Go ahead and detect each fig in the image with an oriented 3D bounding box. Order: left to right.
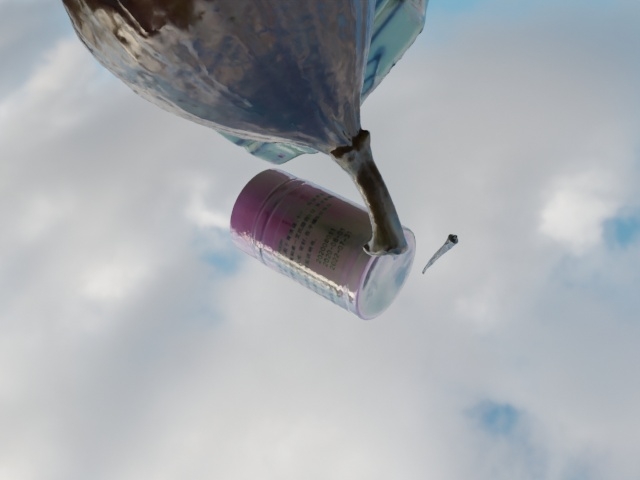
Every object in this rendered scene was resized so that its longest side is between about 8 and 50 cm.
[{"bbox_3d":[-0.023,-0.128,0.514,0.217,0.321,0.217,-36,-172,6],"label":"fig"}]

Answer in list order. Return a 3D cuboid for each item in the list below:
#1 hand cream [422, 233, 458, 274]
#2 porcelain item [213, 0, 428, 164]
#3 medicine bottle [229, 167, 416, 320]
[{"bbox_3d":[0.188,0.019,1.173,0.093,0.019,0.030,-51,-179,43],"label":"hand cream"},{"bbox_3d":[-0.027,-0.249,0.815,0.281,0.157,0.286,-51,-145,18],"label":"porcelain item"},{"bbox_3d":[0.000,0.000,1.125,0.254,0.152,0.152,28,-118,31],"label":"medicine bottle"}]
